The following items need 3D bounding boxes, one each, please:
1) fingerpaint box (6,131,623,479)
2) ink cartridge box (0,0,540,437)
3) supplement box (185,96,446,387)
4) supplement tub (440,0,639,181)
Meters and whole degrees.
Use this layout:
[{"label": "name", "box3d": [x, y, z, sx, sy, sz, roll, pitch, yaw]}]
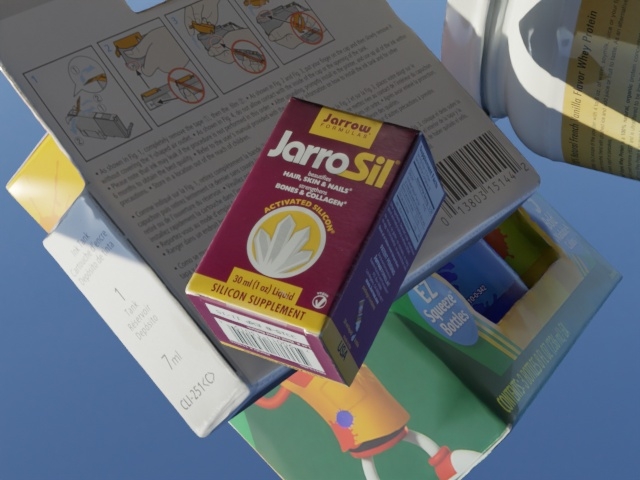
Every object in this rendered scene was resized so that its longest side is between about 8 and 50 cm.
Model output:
[{"label": "fingerpaint box", "box3d": [0.026, -0.006, 1.270, 0.371, 0.163, 0.445, 46, -157, 6]}, {"label": "ink cartridge box", "box3d": [-0.041, -0.066, 0.922, 0.296, 0.261, 0.066, -32, 170, -45]}, {"label": "supplement box", "box3d": [0.000, 0.000, 0.551, 0.055, 0.043, 0.083, 16, -114, 25]}, {"label": "supplement tub", "box3d": [0.262, -0.148, 1.120, 0.316, 0.228, 0.228, 15, -150, 16]}]
